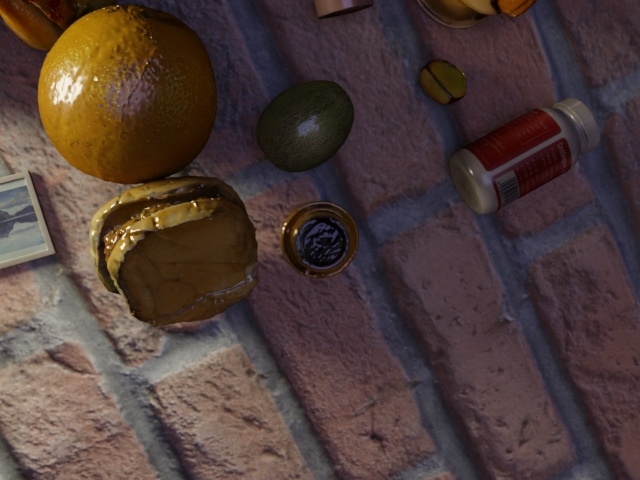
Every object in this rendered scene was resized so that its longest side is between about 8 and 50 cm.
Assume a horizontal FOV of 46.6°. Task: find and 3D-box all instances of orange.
[{"bbox_3d":[-0.288,-0.221,1.131,0.274,0.274,0.274,-2,100,-11],"label":"orange"}]

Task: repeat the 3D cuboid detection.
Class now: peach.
[{"bbox_3d":[0.215,-0.281,1.332,0.083,0.050,0.077,11,74,-22],"label":"peach"}]

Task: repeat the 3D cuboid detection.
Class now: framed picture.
[{"bbox_3d":[-0.562,-0.019,1.237,0.203,0.015,0.150,-15,102,-9],"label":"framed picture"}]

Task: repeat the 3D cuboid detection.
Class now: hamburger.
[{"bbox_3d":[-0.230,0.020,1.200,0.259,0.144,0.283,-16,139,-16],"label":"hamburger"}]

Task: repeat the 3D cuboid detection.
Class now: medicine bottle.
[{"bbox_3d":[0.367,-0.155,1.344,0.250,0.131,0.131,-29,104,-6],"label":"medicine bottle"}]

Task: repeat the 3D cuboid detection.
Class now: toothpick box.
[{"bbox_3d":[0.026,-0.456,1.241,0.098,0.098,0.149,-15,101,-9],"label":"toothpick box"}]

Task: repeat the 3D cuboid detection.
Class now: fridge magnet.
[{"bbox_3d":[0.000,0.000,1.330,0.143,0.063,0.143,-2,101,-8],"label":"fridge magnet"}]

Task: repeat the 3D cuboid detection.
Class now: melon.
[{"bbox_3d":[-0.031,-0.188,1.255,0.192,0.139,0.139,-37,104,0],"label":"melon"}]

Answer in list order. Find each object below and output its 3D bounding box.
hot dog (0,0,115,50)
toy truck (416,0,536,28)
[{"bbox_3d":[-0.473,-0.475,1.075,0.185,0.223,0.405,-40,105,-5],"label":"hot dog"},{"bbox_3d":[0.296,-0.495,1.233,0.204,0.211,0.288,40,93,-15],"label":"toy truck"}]
